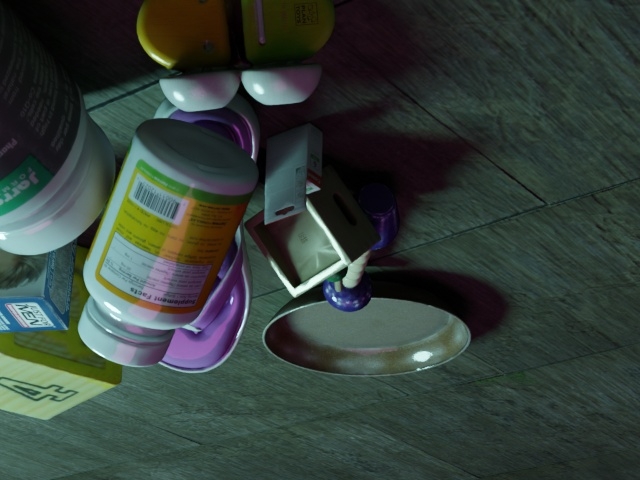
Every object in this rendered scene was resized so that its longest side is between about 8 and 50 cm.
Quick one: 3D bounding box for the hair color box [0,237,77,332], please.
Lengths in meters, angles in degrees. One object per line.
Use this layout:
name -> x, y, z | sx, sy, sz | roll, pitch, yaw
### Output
hair color box -> -0.483, 0.022, 1.633 | 0.347, 0.174, 0.105 | -3, 152, 6

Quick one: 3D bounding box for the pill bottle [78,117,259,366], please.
pill bottle -> -0.170, 0.007, 1.402 | 0.136, 0.136, 0.246 | 14, 115, -25

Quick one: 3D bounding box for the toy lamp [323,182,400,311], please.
toy lamp -> 0.052, 0.010, 1.707 | 0.080, 0.080, 0.275 | 3, 152, -5

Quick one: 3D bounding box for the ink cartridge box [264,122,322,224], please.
ink cartridge box -> -0.031, -0.072, 1.502 | 0.063, 0.115, 0.029 | -18, 148, 32

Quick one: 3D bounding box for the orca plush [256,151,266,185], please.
orca plush -> -0.154, -0.013, 1.636 | 0.287, 0.102, 0.151 | -21, 147, 35

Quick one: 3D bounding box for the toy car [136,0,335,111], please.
toy car -> -0.073, -0.205, 1.234 | 0.182, 0.159, 0.136 | -4, -172, 8

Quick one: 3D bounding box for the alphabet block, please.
alphabet block -> -0.395, 0.118, 1.808 | 0.193, 0.192, 0.197 | 19, 147, -35

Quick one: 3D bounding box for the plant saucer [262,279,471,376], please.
plant saucer -> 0.069, 0.129, 1.979 | 0.310, 0.050, 0.310 | 1, 153, 0

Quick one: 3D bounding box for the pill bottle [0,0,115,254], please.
pill bottle -> -0.354, -0.136, 1.281 | 0.204, 0.204, 0.361 | -9, 152, 17

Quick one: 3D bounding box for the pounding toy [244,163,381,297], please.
pounding toy -> 0.000, 0.000, 1.596 | 0.130, 0.141, 0.100 | -33, -177, 42

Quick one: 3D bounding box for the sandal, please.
sandal -> -0.159, 0.013, 1.529 | 0.169, 0.102, 0.416 | 2, 127, -5
